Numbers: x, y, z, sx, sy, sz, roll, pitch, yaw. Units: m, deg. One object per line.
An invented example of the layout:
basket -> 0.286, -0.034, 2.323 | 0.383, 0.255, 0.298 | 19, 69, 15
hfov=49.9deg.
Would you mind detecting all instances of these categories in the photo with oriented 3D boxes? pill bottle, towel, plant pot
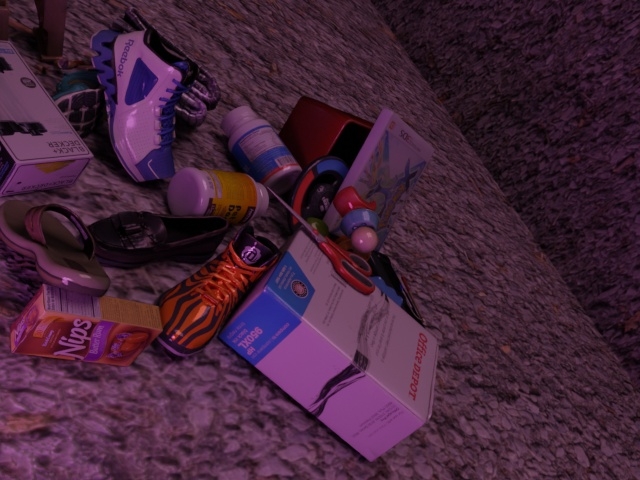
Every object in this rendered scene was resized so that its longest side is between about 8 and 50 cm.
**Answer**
pill bottle -> -0.152, -0.222, 1.709 | 0.124, 0.124, 0.221 | -8, 59, -56
pill bottle -> -0.211, -0.091, 1.468 | 0.215, 0.117, 0.117 | 0, 53, -53
towel -> -0.357, -0.387, 1.563 | 0.284, 0.121, 0.235 | 38, 0, -13
plant pot -> 0.025, -0.235, 1.847 | 0.267, 0.267, 0.236 | 11, 28, -47

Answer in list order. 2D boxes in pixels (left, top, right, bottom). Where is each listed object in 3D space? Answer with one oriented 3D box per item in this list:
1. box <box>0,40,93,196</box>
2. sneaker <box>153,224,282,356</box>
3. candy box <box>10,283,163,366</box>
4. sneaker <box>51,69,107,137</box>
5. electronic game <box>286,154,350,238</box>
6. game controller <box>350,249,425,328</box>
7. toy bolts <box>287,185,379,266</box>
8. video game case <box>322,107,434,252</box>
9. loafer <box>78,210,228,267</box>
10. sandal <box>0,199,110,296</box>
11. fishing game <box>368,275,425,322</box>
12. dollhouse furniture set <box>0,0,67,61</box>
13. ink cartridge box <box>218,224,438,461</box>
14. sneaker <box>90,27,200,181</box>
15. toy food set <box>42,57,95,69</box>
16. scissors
box -> -0.554, -0.220, 1.206 | 0.290, 0.087, 0.169 | 53, 29, 11
sneaker -> -0.179, 0.067, 1.243 | 0.124, 0.180, 0.321 | 41, 29, -7
candy box -> -0.344, 0.130, 1.020 | 0.187, 0.109, 0.053 | 18, 39, -40
sneaker -> -0.489, -0.286, 1.396 | 0.110, 0.107, 0.275 | 24, 26, -1
electronic game -> 0.003, -0.096, 1.680 | 0.048, 0.229, 0.229 | 23, 12, 37
game controller -> 0.183, 0.152, 1.766 | 0.166, 0.067, 0.319 | 30, 30, -56
toy bolts -> 0.063, 0.018, 1.574 | 0.218, 0.228, 0.158 | 25, 35, -30
video game case -> 0.155, -0.141, 1.771 | 0.036, 0.329, 0.300 | 32, 5, 31
loafer -> -0.299, -0.018, 1.280 | 0.302, 0.095, 0.109 | 1, 52, -53
sandal -> -0.397, -0.005, 1.053 | 0.120, 0.086, 0.303 | 11, 13, -47
fishing game -> 0.118, 0.158, 1.633 | 0.264, 0.041, 0.189 | -3, 53, -30
dollhouse furniture set -> -0.648, -0.459, 1.380 | 0.242, 0.161, 0.212 | -6, 55, -30
ink cartridge box -> 0.033, 0.196, 1.376 | 0.395, 0.166, 0.285 | 41, 28, -7
sneaker -> -0.325, -0.278, 1.364 | 0.127, 0.182, 0.315 | -49, 127, -68
toy food set -> -0.515, -0.371, 1.443 | 0.122, 0.019, 0.078 | -10, 21, -29
scissors -> 0.000, 0.000, 1.395 | 0.297, 0.021, 0.109 | 39, 27, -14
